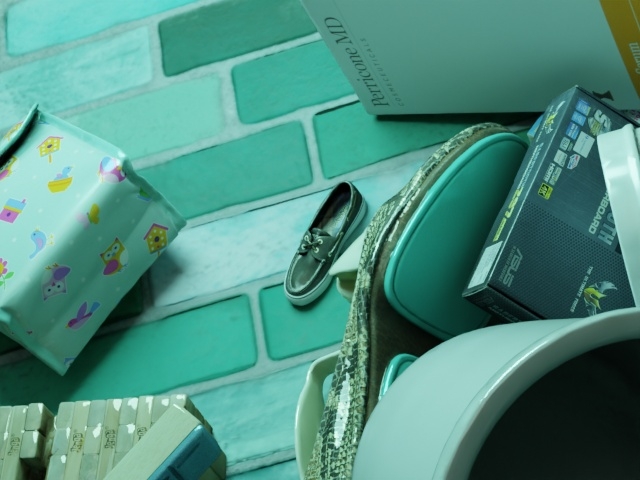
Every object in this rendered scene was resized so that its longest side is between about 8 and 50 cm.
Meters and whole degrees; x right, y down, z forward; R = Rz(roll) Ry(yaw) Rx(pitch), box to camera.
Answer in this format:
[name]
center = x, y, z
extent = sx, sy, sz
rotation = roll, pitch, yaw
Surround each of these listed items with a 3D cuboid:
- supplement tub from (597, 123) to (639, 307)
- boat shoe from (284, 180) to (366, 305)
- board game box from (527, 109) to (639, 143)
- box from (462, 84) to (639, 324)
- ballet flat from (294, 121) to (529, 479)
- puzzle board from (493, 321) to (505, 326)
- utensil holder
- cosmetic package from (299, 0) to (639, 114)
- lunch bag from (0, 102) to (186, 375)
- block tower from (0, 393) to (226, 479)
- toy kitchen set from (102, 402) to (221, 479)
[supplement tub]
center = 0.415, -0.034, 1.492
extent = 0.325, 0.235, 0.235
rotation = -14, 57, 11
[boat shoe]
center = 0.000, 0.000, 1.835
extent = 0.049, 0.040, 0.142
rotation = 19, 68, 28
[board game box]
center = 0.299, -0.141, 1.824
extent = 0.103, 0.026, 0.154
rotation = 30, 73, 31
[box]
center = 0.261, -0.002, 1.674
extent = 0.183, 0.059, 0.232
rotation = 32, 69, -12
[ballet flat]
center = 0.063, 0.104, 1.695
extent = 0.182, 0.164, 0.482
rotation = -9, 56, 47
[puzzle board]
center = 0.207, 0.109, 1.715
extent = 0.128, 0.011, 0.096
rotation = -30, 55, 1
[utensil holder]
center = 0.204, 0.215, 1.367
extent = 0.328, 0.385, 0.327
rotation = 0, 88, -8
[cosmetic package]
center = 0.229, -0.254, 1.763
extent = 0.453, 0.230, 0.161
rotation = 1, 58, 28
[lunch bag]
center = -0.311, -0.019, 1.888
extent = 0.223, 0.160, 0.262
rotation = -50, 46, -10
[block tower]
center = -0.265, 0.220, 1.765
extent = 0.335, 0.097, 0.091
rotation = -4, 59, 15
[toy kitchen set]
center = -0.083, 0.274, 1.596
extent = 0.166, 0.207, 0.122
rotation = 35, 77, 32
